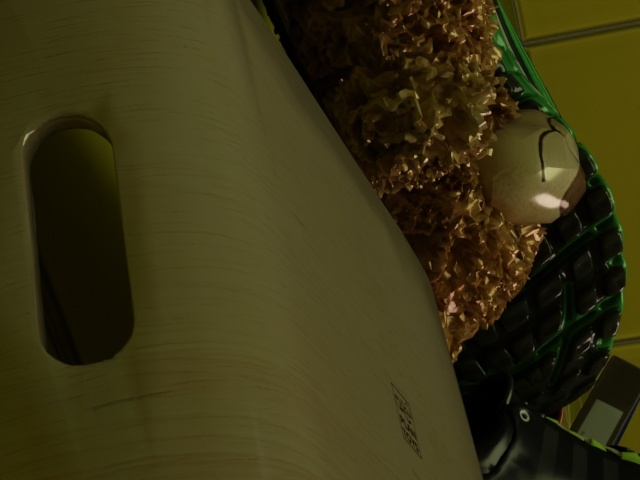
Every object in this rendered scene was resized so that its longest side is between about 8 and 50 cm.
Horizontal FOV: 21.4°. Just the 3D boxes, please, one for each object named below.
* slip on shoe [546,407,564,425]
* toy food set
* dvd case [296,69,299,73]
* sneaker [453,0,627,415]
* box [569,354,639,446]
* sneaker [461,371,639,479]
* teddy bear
[{"bbox_3d":[0.115,0.122,1.125,0.331,0.101,0.123,63,19,-61],"label":"slip on shoe"},{"bbox_3d":[-0.015,0.069,0.527,0.306,0.092,0.220,54,20,-54],"label":"toy food set"},{"bbox_3d":[0.000,0.000,0.719,0.087,0.013,0.119,-90,164,-46],"label":"dvd case"},{"bbox_3d":[0.079,-0.066,0.951,0.146,0.134,0.343,-32,104,-82],"label":"sneaker"},{"bbox_3d":[0.160,0.201,1.177,0.136,0.036,0.225,-49,159,-47],"label":"box"},{"bbox_3d":[0.116,0.117,0.893,0.234,0.084,0.097,-3,88,-36],"label":"sneaker"},{"bbox_3d":[0.033,-0.112,0.750,0.245,0.113,0.338,-125,-166,-84],"label":"teddy bear"}]
